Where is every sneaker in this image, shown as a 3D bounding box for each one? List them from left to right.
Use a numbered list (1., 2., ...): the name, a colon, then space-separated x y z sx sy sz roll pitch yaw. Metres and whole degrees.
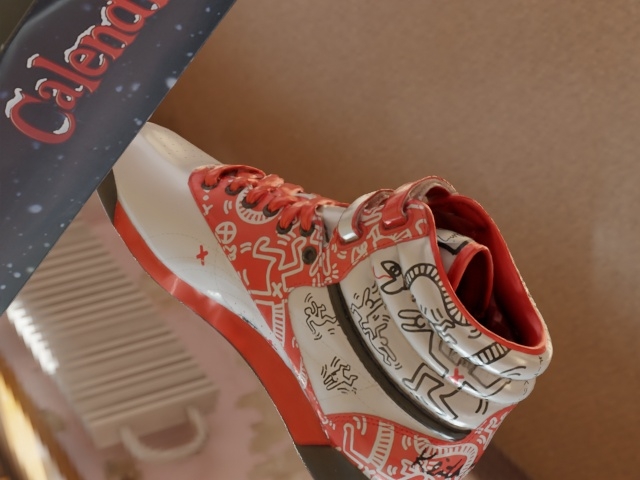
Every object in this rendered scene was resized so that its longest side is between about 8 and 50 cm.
1. sneaker: 0.001 0.000 0.752 0.270 0.090 0.145 51 121 21

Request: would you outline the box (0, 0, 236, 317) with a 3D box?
1. box: -0.057 -0.114 0.376 0.233 0.044 0.159 -50 43 24
